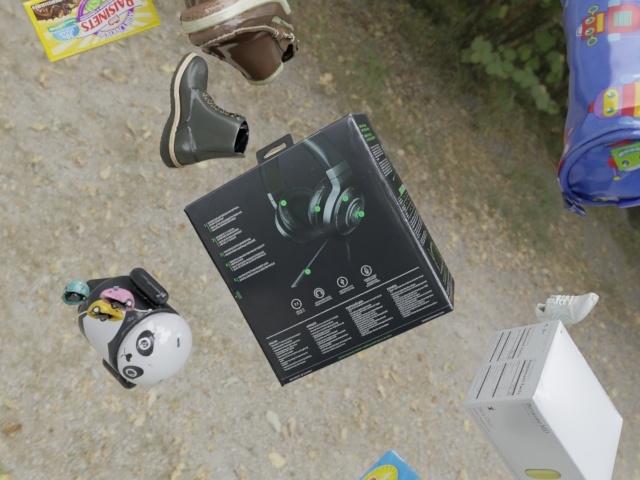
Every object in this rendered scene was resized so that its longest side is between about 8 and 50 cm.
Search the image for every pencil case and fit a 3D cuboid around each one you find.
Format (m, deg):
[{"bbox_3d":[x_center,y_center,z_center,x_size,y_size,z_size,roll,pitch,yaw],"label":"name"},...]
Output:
[{"bbox_3d":[0.299,-0.169,0.618,0.133,0.119,0.306,49,45,-45],"label":"pencil case"}]

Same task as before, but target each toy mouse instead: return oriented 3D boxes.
[{"bbox_3d":[-0.362,0.090,1.019,0.161,0.143,0.031,2,58,10],"label":"toy mouse"}]

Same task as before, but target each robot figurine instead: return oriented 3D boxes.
[{"bbox_3d":[-0.397,0.183,1.314,0.278,0.209,0.173,34,60,30],"label":"robot figurine"}]

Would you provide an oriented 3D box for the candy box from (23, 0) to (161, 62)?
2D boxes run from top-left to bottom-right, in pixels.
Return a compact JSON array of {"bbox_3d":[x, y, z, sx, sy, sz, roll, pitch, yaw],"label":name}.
[{"bbox_3d":[-0.397,-0.396,1.097,0.206,0.027,0.105,-25,111,-14],"label":"candy box"}]

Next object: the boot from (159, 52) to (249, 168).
[{"bbox_3d":[-0.165,-0.207,0.984,0.077,0.137,0.197,37,54,-64],"label":"boot"}]

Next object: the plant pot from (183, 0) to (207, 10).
[{"bbox_3d":[-0.119,-0.496,1.039,0.229,0.263,0.263,-10,62,-13],"label":"plant pot"}]

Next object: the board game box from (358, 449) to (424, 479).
[{"bbox_3d":[0.024,0.345,0.488,0.308,0.302,0.086,-41,99,-11],"label":"board game box"}]

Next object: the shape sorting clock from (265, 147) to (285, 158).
[{"bbox_3d":[-0.066,-0.128,1.547,0.206,0.206,0.040,47,11,-3],"label":"shape sorting clock"}]

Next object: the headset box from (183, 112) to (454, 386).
[{"bbox_3d":[0.000,0.000,0.807,0.283,0.246,0.131,61,16,-5],"label":"headset box"}]

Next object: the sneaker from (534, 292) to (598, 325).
[{"bbox_3d":[0.478,0.134,1.226,0.061,0.152,0.054,46,56,4],"label":"sneaker"}]

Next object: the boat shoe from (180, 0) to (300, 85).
[{"bbox_3d":[-0.069,-0.221,0.688,0.257,0.095,0.095,-60,132,-66],"label":"boat shoe"}]

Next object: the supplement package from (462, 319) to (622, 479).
[{"bbox_3d":[0.418,0.319,1.155,0.262,0.145,0.204,54,46,-14],"label":"supplement package"}]
